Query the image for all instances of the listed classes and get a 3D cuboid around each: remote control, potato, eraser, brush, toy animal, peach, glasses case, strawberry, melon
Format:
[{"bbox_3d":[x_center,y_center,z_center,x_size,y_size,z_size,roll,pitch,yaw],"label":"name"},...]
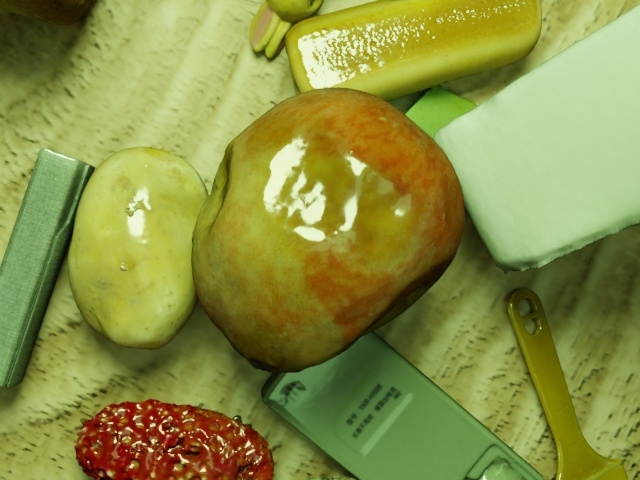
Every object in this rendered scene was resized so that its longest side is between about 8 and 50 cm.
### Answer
[{"bbox_3d":[0.083,0.191,0.801,0.285,0.038,0.123,39,87,-9],"label":"remote control"},{"bbox_3d":[-0.158,0.005,0.726,0.118,0.109,0.178,6,87,18],"label":"potato"},{"bbox_3d":[0.256,-0.099,0.696,0.331,0.331,0.150,-29,87,-6],"label":"eraser"},{"bbox_3d":[0.240,0.177,0.818,0.103,0.013,0.272,-19,90,-27],"label":"brush"},{"bbox_3d":[-0.013,-0.241,0.762,0.083,0.070,0.159,27,93,-6],"label":"toy animal"},{"bbox_3d":[0.000,0.000,0.693,0.214,0.214,0.235,38,76,-7],"label":"peach"},{"bbox_3d":[-0.254,0.023,0.733,0.047,0.071,0.205,19,88,-11],"label":"glasses case"},{"bbox_3d":[-0.132,0.212,0.749,0.188,0.082,0.121,15,92,-11],"label":"strawberry"},{"bbox_3d":[0.175,-0.081,0.810,0.261,0.053,0.114,15,71,-11],"label":"melon"}]

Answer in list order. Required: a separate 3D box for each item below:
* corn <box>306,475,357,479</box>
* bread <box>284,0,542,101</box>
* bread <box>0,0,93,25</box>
[{"bbox_3d":[0.053,0.347,0.774,0.092,0.092,0.281,-27,98,-6],"label":"corn"},{"bbox_3d":[0.086,-0.181,0.770,0.239,0.074,0.093,-17,82,-8],"label":"bread"},{"bbox_3d":[-0.224,-0.291,0.638,0.142,0.253,0.227,22,86,-11],"label":"bread"}]
